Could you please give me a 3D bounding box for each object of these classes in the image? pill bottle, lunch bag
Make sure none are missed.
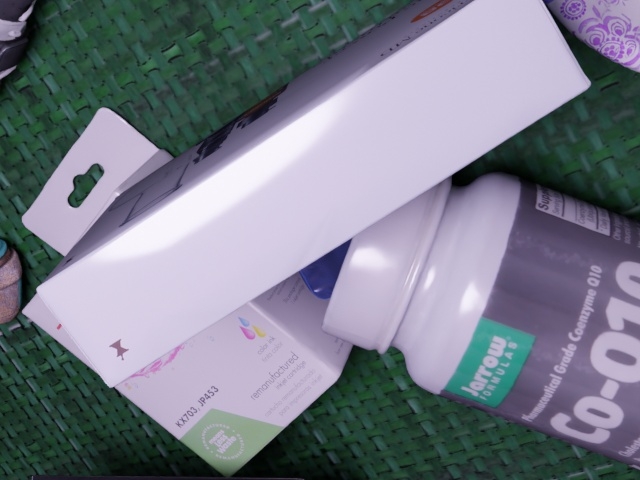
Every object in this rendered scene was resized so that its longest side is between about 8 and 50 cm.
[{"bbox_3d":[0.197,0.062,0.885,0.361,0.204,0.204,20,120,2],"label":"pill bottle"},{"bbox_3d":[0.000,0.000,1.007,0.067,0.065,0.098,-29,106,4],"label":"lunch bag"}]

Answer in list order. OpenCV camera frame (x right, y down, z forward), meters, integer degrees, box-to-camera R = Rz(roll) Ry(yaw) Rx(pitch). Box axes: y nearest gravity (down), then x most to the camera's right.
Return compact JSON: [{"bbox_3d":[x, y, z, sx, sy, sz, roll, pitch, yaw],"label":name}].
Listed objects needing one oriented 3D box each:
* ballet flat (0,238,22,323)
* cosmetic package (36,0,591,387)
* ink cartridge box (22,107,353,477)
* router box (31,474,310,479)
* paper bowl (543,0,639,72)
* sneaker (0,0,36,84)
[{"bbox_3d":[-0.485,0.058,1.172,0.316,0.107,0.106,3,124,18],"label":"ballet flat"},{"bbox_3d":[-0.010,-0.067,0.787,0.377,0.284,0.097,-32,105,7],"label":"cosmetic package"},{"bbox_3d":[-0.158,0.056,1.055,0.353,0.119,0.207,40,121,-5],"label":"ink cartridge box"},{"bbox_3d":[-0.119,0.304,1.108,0.309,0.243,0.080,-4,72,19],"label":"router box"},{"bbox_3d":[0.285,-0.269,0.733,0.284,0.148,0.284,7,118,14],"label":"paper bowl"},{"bbox_3d":[-0.332,-0.210,0.990,0.331,0.122,0.146,-18,128,24],"label":"sneaker"}]
